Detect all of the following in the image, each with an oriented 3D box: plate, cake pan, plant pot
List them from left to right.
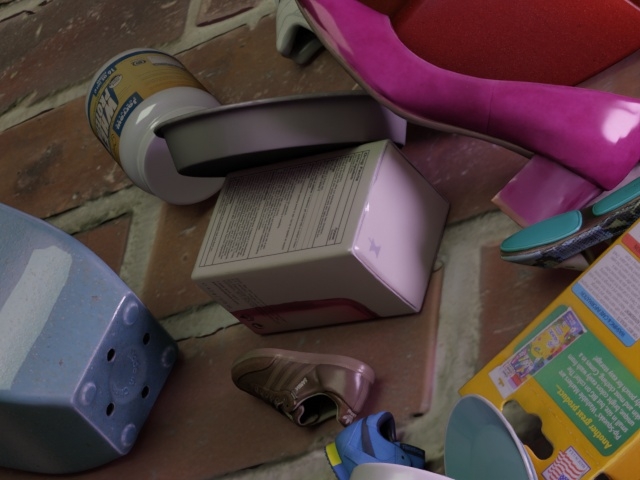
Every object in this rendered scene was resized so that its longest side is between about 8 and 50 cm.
[{"bbox_3d":[-0.312,0.123,2.198,0.252,0.248,0.247,13,65,29],"label":"plant pot"},{"bbox_3d":[-0.036,-0.114,2.133,0.293,0.293,0.054,-10,86,39],"label":"cake pan"},{"bbox_3d":[0.175,-0.289,2.088,0.236,0.267,0.267,-43,35,28],"label":"plant pot"},{"bbox_3d":[0.160,0.227,1.722,0.024,0.188,0.188,-9,32,-20],"label":"plate"}]

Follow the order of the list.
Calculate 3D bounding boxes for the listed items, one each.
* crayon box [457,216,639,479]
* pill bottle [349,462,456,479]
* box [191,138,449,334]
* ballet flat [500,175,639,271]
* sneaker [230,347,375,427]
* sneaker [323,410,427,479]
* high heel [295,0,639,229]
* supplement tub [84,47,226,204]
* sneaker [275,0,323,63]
[{"bbox_3d":[0.302,0.096,1.741,0.323,0.083,0.203,-43,37,4],"label":"crayon box"},{"bbox_3d":[0.047,0.367,1.629,0.188,0.188,0.334,-2,62,43],"label":"pill bottle"},{"bbox_3d":[0.000,0.000,2.085,0.232,0.127,0.149,-9,51,39],"label":"box"},{"bbox_3d":[0.267,-0.005,1.878,0.188,0.070,0.070,-25,42,21],"label":"ballet flat"},{"bbox_3d":[-0.030,0.157,2.023,0.188,0.066,0.071,-5,55,43],"label":"sneaker"},{"bbox_3d":[0.071,0.240,1.849,0.082,0.069,0.209,-37,38,7],"label":"sneaker"},{"bbox_3d":[0.154,-0.177,1.956,0.181,0.377,0.127,-49,0,7],"label":"high heel"},{"bbox_3d":[-0.195,-0.140,2.387,0.144,0.144,0.200,-46,37,2],"label":"supplement tub"},{"bbox_3d":[0.054,-0.292,2.328,0.292,0.110,0.118,-17,54,45],"label":"sneaker"}]
